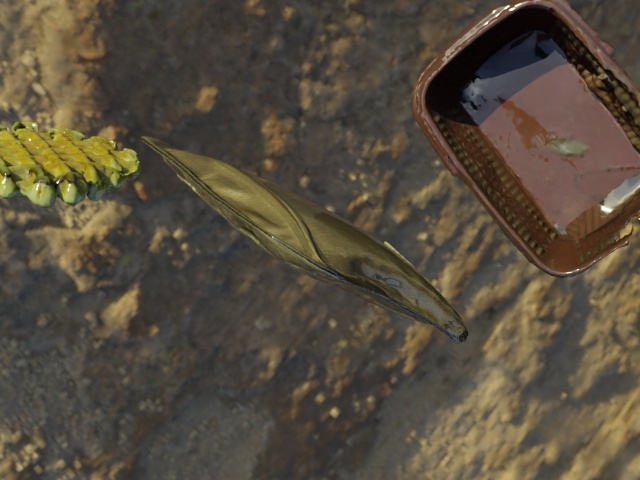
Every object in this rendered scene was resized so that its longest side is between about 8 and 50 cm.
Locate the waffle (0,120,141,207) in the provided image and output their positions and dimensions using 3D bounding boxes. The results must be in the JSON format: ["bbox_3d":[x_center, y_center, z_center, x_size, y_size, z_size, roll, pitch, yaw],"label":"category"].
[{"bbox_3d":[-0.266,-0.074,1.031,0.183,0.169,0.036,-39,142,-66],"label":"waffle"}]

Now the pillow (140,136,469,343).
[{"bbox_3d":[0.000,0.001,0.584,0.033,0.130,0.217,-57,148,5],"label":"pillow"}]

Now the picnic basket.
[{"bbox_3d":[0.263,-0.124,1.253,0.222,0.297,0.129,-39,177,18],"label":"picnic basket"}]
